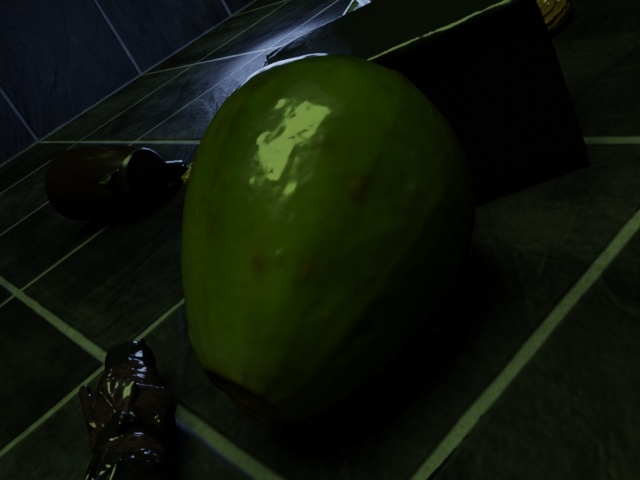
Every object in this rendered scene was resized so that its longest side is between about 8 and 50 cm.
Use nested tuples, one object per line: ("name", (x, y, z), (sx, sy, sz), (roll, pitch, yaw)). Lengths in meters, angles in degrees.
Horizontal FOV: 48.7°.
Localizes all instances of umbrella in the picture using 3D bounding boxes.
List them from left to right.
("umbrella", (-0.169, 0.177, 0.632), (0.090, 0.094, 0.326), (-18, 24, -9))

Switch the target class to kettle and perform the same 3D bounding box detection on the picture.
("kettle", (-0.387, -0.116, 1.377), (0.232, 0.144, 0.202), (0, 7, 36))

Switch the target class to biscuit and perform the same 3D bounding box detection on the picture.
("biscuit", (0.329, -0.380, 1.200), (0.201, 0.044, 0.289), (-8, 35, 39))

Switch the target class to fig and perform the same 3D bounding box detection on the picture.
("fig", (0.000, 0.000, 0.617), (0.258, 0.258, 0.327), (-8, 53, 38))

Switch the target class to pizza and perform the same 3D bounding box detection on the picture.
("pizza", (-0.216, -0.144, 1.347), (0.123, 0.026, 0.108), (-36, 23, -9))

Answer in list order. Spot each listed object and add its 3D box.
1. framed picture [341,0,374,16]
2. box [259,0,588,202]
("framed picture", (-0.011, -0.236, 1.126), (0.335, 0.022, 0.247), (-54, 19, 19))
("box", (0.107, -0.167, 0.843), (0.345, 0.205, 0.251), (-20, 27, 19))
